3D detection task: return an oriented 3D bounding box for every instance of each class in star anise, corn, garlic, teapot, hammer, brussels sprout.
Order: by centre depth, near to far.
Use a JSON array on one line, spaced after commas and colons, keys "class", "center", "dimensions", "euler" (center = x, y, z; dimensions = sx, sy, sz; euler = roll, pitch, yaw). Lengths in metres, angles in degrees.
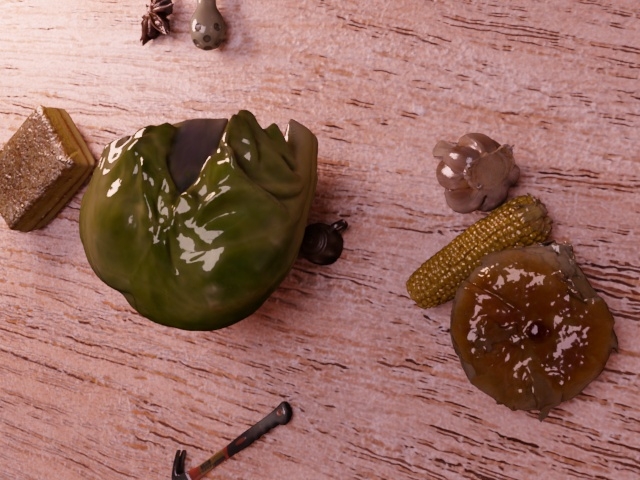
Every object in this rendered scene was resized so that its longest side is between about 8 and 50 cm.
[{"class": "corn", "center": [0.255, 0.021, 1.370], "dimensions": [0.260, 0.091, 0.091], "euler": [-35, 101, 18]}, {"class": "garlic", "center": [0.239, -0.117, 1.402], "dimensions": [0.131, 0.127, 0.194], "euler": [-44, 33, -12]}, {"class": "brussels sprout", "center": [-0.205, -0.020, 1.482], "dimensions": [0.426, 0.342, 0.360], "euler": [-8, 80, 29]}, {"class": "teapot", "center": [0.000, 0.000, 1.522], "dimensions": [0.121, 0.068, 0.076], "euler": [-36, 66, 18]}, {"class": "hammer", "center": [-0.164, 0.386, 1.557], "dimensions": [0.288, 0.033, 0.111], "euler": [-37, 67, 17]}, {"class": "star anise", "center": [-0.344, -0.489, 1.805], "dimensions": [0.124, 0.056, 0.129], "euler": [-5, 74, 48]}]

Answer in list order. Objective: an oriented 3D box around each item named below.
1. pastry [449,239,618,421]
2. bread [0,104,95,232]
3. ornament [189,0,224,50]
[{"class": "pastry", "center": [0.313, 0.134, 1.274], "dimensions": [0.236, 0.121, 0.257], "euler": [-30, 87, 11]}, {"class": "bread", "center": [-0.618, -0.156, 1.861], "dimensions": [0.234, 0.110, 0.184], "euler": [-41, 68, 17]}, {"class": "ornament", "center": [-0.233, -0.464, 1.735], "dimensions": [0.075, 0.081, 0.156], "euler": [-2, 75, -10]}]
